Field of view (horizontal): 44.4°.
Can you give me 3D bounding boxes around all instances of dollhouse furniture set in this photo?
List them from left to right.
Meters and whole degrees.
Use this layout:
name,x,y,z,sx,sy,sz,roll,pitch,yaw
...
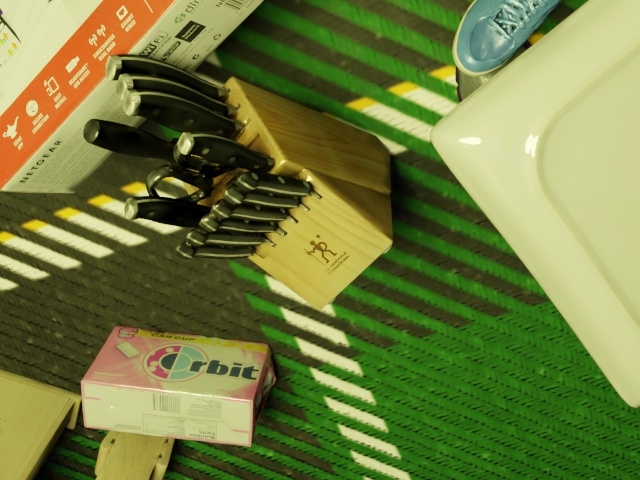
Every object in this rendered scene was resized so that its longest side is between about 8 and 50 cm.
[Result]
name,x,y,z,sx,sy,sz,roll,pitch,yaw
dollhouse furniture set,-0.356,0.346,0.911,0.286,0.198,0.303,19,117,-3

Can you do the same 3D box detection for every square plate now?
name,x,y,z,sx,sy,sz,roll,pitch,yaw
square plate,0.324,-0.068,0.660,0.347,0.049,0.344,-40,108,2

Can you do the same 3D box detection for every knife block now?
name,x,y,z,sx,sy,sz,roll,pitch,yaw
knife block,-0.057,-0.071,0.627,0.242,0.275,0.088,40,114,-15

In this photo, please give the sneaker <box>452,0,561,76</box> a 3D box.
name,x,y,z,sx,sy,sz,roll,pitch,yaw
sneaker,0.167,-0.199,0.626,0.152,0.084,0.058,-45,91,3

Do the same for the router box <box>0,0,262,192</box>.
name,x,y,z,sx,sy,sz,roll,pitch,yaw
router box,-0.185,-0.253,0.589,0.335,0.082,0.301,-40,75,21

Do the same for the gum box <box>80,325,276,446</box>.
name,x,y,z,sx,sy,sz,roll,pitch,yaw
gum box,-0.146,0.154,0.844,0.188,0.107,0.062,6,116,3

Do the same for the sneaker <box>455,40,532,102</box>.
name,x,y,z,sx,sy,sz,roll,pitch,yaw
sneaker,0.180,-0.081,0.698,0.083,0.098,0.223,-17,113,14
